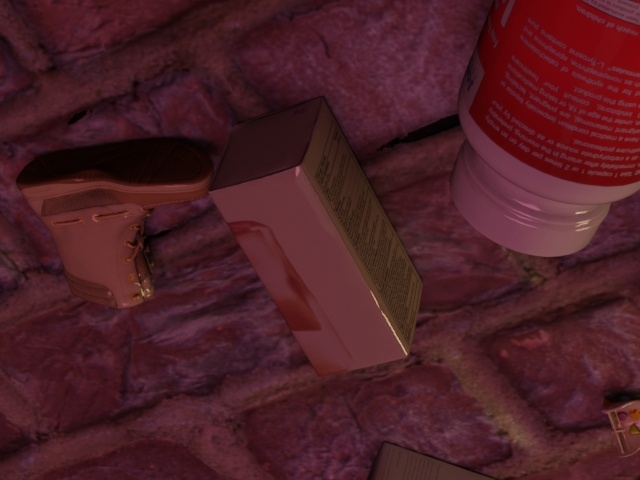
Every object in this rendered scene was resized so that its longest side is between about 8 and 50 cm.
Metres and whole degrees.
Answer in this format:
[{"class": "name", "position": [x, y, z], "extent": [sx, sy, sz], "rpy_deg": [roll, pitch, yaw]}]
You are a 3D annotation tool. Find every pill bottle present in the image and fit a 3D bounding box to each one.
[{"class": "pill bottle", "position": [0.276, -0.187, 1.638], "extent": [0.229, 0.229, 0.408], "rpy_deg": [19, 129, -1]}]

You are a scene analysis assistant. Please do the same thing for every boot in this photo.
[{"class": "boot", "position": [-0.229, -0.015, 1.992], "extent": [0.262, 0.095, 0.203], "rpy_deg": [-4, 125, 20]}]

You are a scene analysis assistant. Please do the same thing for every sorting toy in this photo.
[{"class": "sorting toy", "position": [0.406, 0.227, 2.053], "extent": [0.075, 0.045, 0.083], "rpy_deg": [-15, 122, 16]}]

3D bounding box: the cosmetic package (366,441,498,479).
[{"class": "cosmetic package", "position": [0.172, 0.372, 2.178], "extent": [0.231, 0.117, 0.085], "rpy_deg": [21, 130, 0]}]

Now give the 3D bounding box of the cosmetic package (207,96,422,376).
[{"class": "cosmetic package", "position": [0.000, 0.000, 1.909], "extent": [0.129, 0.153, 0.296], "rpy_deg": [-15, 121, 24]}]
